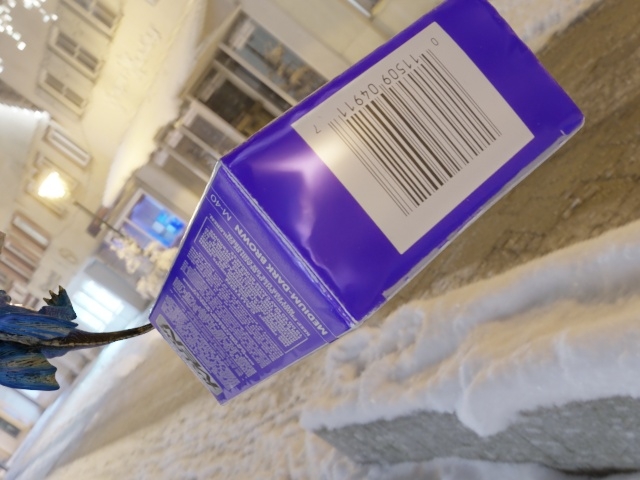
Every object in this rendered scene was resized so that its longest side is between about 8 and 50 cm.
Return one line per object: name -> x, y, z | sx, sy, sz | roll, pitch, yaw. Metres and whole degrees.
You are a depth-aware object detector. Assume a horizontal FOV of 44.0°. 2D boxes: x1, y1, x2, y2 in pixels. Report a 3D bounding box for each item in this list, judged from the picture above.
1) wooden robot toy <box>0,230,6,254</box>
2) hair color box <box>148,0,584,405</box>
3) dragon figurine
wooden robot toy -> -0.470, -0.031, 0.992 | 0.076, 0.173, 0.079 | 33, -114, -61
hair color box -> 0.000, 0.000, 0.537 | 0.185, 0.110, 0.339 | -39, -1, -24
dragon figurine -> -0.307, 0.103, 0.833 | 0.144, 0.289, 0.085 | -139, 66, -68
